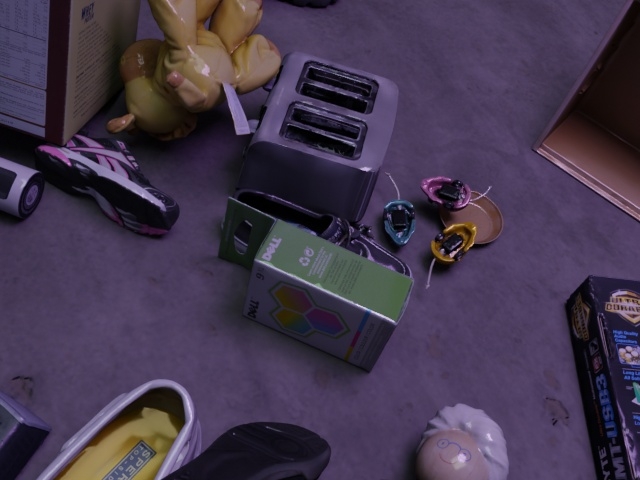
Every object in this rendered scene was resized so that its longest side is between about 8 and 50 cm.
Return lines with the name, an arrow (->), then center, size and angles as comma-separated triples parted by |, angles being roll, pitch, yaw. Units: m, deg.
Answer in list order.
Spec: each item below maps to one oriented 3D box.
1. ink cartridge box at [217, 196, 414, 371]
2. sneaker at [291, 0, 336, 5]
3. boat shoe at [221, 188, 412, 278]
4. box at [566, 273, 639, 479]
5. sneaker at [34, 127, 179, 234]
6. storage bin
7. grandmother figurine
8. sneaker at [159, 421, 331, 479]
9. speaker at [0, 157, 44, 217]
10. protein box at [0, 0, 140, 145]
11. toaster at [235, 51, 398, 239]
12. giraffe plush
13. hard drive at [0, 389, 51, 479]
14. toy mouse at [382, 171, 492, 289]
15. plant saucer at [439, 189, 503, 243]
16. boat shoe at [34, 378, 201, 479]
ink cartridge box -> -0.020, 0.048, 0.769 | 0.209, 0.109, 0.062 | 24, 53, 4
sneaker -> -0.122, -0.433, 1.067 | 0.341, 0.139, 0.125 | -2, 58, -13
boat shoe -> 0.000, 0.000, 0.828 | 0.229, 0.076, 0.080 | 24, 54, 4
box -> 0.437, 0.189, 0.800 | 0.296, 0.073, 0.293 | 7, 53, -8
sneaker -> -0.230, -0.078, 0.834 | 0.178, 0.072, 0.077 | 31, 53, 8
storage bin -> 0.457, -0.158, 0.934 | 0.260, 0.262, 0.123 | 38, 53, 14
grandmother figurine -> 0.068, 0.283, 0.628 | 0.208, 0.104, 0.342 | 29, 54, 15
sneaker -> -0.073, 0.241, 0.636 | 0.087, 0.130, 0.227 | 20, 17, 23
speaker -> -0.376, -0.072, 0.805 | 0.136, 0.055, 0.055 | 21, 53, 1
protein box -> -0.302, -0.254, 0.830 | 0.136, 0.201, 0.199 | 18, 37, 0
toaster -> 0.004, -0.119, 0.893 | 0.186, 0.110, 0.168 | 17, 54, -1
giraffe plush -> -0.162, -0.192, 0.859 | 0.181, 0.170, 0.210 | 11, 67, -45
hard drive -> -0.388, 0.159, 0.638 | 0.255, 0.054, 0.172 | 27, 54, 6
toy mouse -> 0.128, -0.032, 0.896 | 0.161, 0.031, 0.143 | -42, 66, -17
plant saucer -> 0.187, -0.027, 0.929 | 0.083, 0.015, 0.083 | 6, 55, -9
boat shoe -> -0.214, 0.247, 0.553 | 0.136, 0.156, 0.367 | 35, 55, 12
